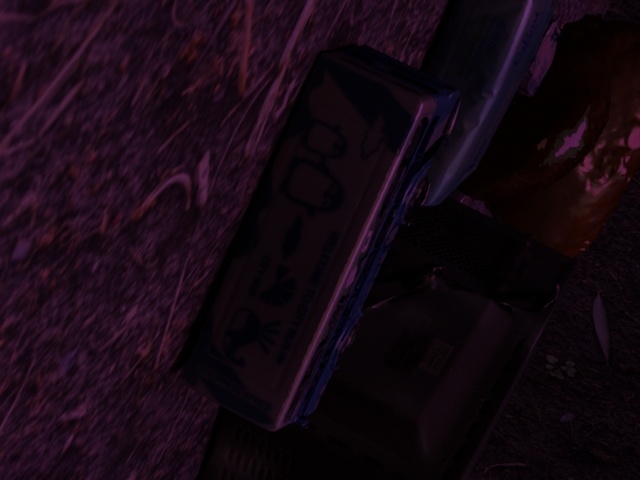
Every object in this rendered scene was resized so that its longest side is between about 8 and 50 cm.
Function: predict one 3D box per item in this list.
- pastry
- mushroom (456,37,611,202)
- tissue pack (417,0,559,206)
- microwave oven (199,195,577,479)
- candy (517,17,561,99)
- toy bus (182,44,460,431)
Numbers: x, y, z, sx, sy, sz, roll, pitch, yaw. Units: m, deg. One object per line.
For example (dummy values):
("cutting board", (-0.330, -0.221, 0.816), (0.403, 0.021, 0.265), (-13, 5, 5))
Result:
("pastry", (0.386, -0.166, 2.061), (0.409, 0.245, 0.409), (-55, 169, -16))
("mushroom", (0.275, -0.155, 1.742), (0.253, 0.153, 0.253), (-45, -167, 13))
("tissue pack", (0.166, -0.177, 1.410), (0.177, 0.089, 0.263), (-40, 155, -59))
("microwave oven", (0.070, 0.184, 1.463), (0.432, 0.236, 0.374), (-50, 165, -48))
("candy", (0.230, -0.231, 1.574), (0.073, 0.092, 0.160), (-60, 168, -1))
("toy bus", (0.000, 0.000, 1.031), (0.297, 0.106, 0.131), (-66, 167, 13))
